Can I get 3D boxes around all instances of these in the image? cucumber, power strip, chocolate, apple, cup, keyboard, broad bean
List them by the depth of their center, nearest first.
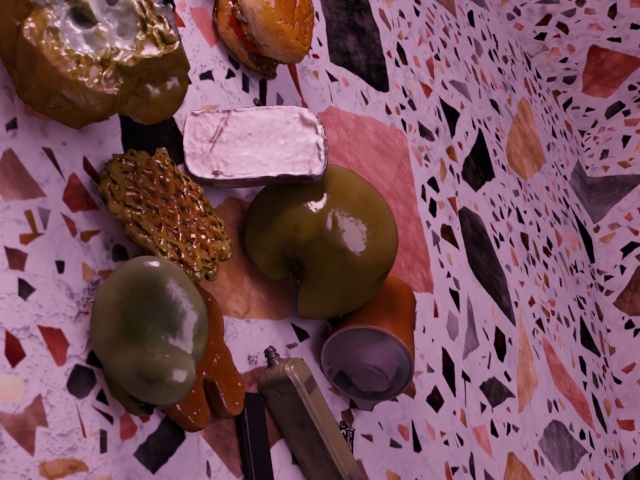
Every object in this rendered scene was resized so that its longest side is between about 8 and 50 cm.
[{"bbox_3d":[-0.246,0.136,1.218,0.169,0.100,0.228,11,70,-12],"label":"broad bean"},{"bbox_3d":[-0.104,0.367,1.408,0.072,0.023,0.231,22,55,-59],"label":"keyboard"},{"bbox_3d":[-0.006,0.352,1.499,0.387,0.092,0.066,63,31,-11],"label":"power strip"},{"bbox_3d":[-0.116,-0.156,1.530,0.080,0.254,0.157,98,-14,-61],"label":"chocolate"},{"bbox_3d":[0.049,0.407,1.608,0.034,0.033,0.135,9,57,-12],"label":"cucumber"},{"bbox_3d":[0.019,-0.002,1.608,0.295,0.233,0.258,59,28,-14],"label":"apple"},{"bbox_3d":[0.111,0.207,1.721,0.264,0.182,0.226,-64,159,-58],"label":"cup"}]

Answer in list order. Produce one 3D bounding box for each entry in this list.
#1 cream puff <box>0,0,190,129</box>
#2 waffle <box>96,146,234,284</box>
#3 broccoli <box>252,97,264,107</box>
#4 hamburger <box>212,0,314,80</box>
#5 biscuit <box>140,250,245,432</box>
[{"bbox_3d":[-0.343,-0.313,1.271,0.274,0.270,0.323,98,-24,-83],"label":"cream puff"},{"bbox_3d":[-0.241,-0.042,1.357,0.254,0.052,0.245,50,23,-6],"label":"waffle"},{"bbox_3d":[-0.106,-0.196,1.640,0.130,0.120,0.131,80,4,-60],"label":"broccoli"},{"bbox_3d":[-0.108,-0.467,1.750,0.244,0.163,0.244,37,42,-43],"label":"hamburger"},{"bbox_3d":[-0.213,0.150,1.343,0.186,0.044,0.295,-2,72,-61],"label":"biscuit"}]
